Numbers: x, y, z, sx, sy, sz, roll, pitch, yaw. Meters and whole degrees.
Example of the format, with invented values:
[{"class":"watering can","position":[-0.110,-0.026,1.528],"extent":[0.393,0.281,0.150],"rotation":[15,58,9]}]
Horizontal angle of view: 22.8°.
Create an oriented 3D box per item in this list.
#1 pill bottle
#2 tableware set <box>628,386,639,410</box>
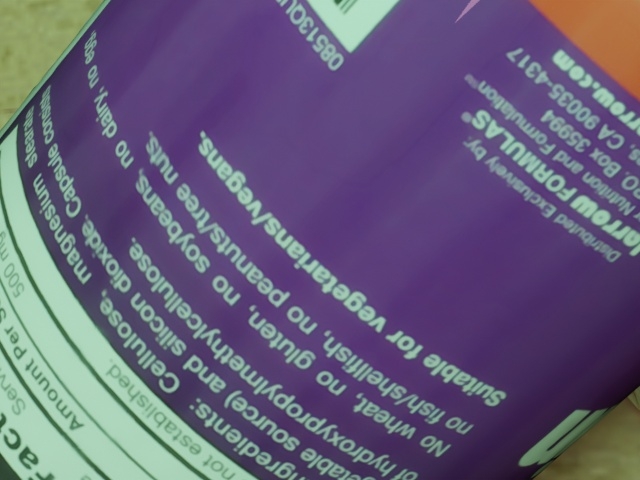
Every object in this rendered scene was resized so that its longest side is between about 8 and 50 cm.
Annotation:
[{"class":"pill bottle","position":[0.000,0.000,0.453],"extent":[0.323,0.181,0.181],"rotation":[-46,73,25]},{"class":"tableware set","position":[0.154,-0.015,0.487],"extent":[0.168,0.020,0.141],"rotation":[-15,83,21]}]
